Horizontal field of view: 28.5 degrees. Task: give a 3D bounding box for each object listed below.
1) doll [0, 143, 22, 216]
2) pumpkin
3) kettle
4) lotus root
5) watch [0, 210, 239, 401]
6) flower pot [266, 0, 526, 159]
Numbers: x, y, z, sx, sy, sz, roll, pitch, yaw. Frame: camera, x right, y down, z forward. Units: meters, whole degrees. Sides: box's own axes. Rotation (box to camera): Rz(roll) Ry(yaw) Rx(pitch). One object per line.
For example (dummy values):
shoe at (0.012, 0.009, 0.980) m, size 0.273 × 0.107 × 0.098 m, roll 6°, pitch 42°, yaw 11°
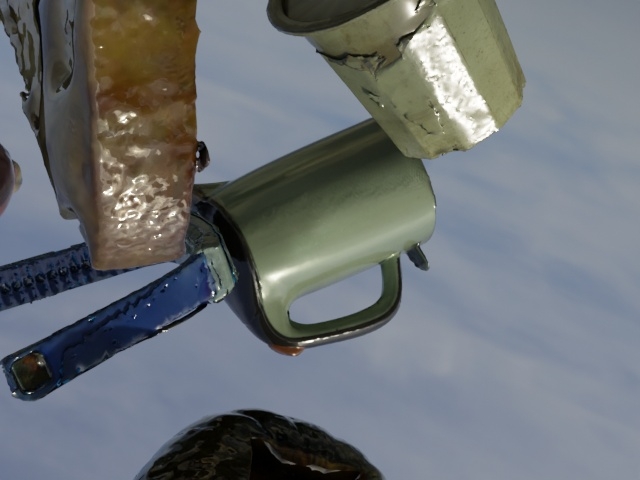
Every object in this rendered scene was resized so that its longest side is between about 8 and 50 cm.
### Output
doll at (-0.507, -0.084, 1.555) m, size 0.256 × 0.152 × 0.196 m, roll 18°, pitch -158°, yaw -7°
pumpkin at (-0.054, 0.307, 1.240) m, size 0.320 × 0.192 × 0.320 m, roll 21°, pitch -146°, yaw -15°
kettle at (0.000, 0.000, 1.442) m, size 0.255 × 0.165 × 0.240 m, roll -24°, pitch -99°, yaw -27°
lotus root at (-0.103, -0.138, 0.564) m, size 0.074 × 0.170 × 0.260 m, roll -6°, pitch -126°, yaw -27°
watch at (-0.242, 0.050, 1.324) m, size 0.274 × 0.068 × 0.276 m, roll -30°, pitch -152°, yaw -22°
flower pot at (0.085, -0.187, 1.179) m, size 0.202 × 0.212 × 0.212 m, roll 58°, pitch 174°, yaw -30°
